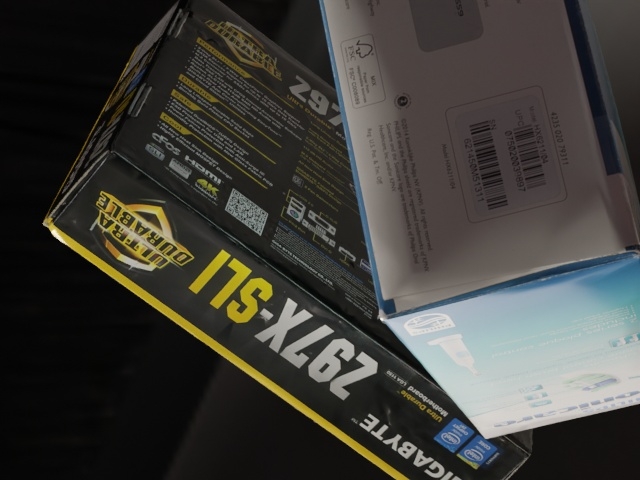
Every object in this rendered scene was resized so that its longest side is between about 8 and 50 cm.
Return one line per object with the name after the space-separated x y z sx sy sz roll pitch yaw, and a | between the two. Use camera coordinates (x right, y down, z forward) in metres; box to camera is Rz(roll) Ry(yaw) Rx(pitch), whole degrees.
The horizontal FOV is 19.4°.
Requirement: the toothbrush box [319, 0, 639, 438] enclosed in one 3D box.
0.100 -0.035 0.989 0.126 0.295 0.216 -14 69 9 | toothbrush box

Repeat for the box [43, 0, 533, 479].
0.000 0.000 1.211 0.079 0.322 0.257 -47 14 26 | box
